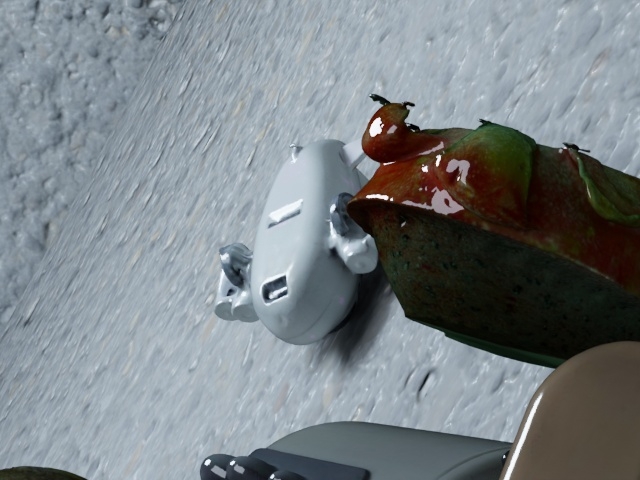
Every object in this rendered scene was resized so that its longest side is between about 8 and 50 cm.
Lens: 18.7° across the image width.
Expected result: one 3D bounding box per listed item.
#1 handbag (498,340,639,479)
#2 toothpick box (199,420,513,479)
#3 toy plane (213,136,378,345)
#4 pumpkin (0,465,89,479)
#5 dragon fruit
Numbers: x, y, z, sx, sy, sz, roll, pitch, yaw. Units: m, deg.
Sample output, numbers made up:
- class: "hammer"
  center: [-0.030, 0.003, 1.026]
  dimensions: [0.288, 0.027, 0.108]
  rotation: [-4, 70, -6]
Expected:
- class: "handbag"
  center: [0.194, 0.203, 0.902]
  dimensions: [0.283, 0.149, 0.302]
  rotation: [5, 58, 37]
- class: "toothpick box"
  center: [0.043, 0.209, 1.181]
  dimensions: [0.316, 0.229, 0.229]
  rotation: [1, 64, 63]
- class: "toy plane"
  center: [-0.003, -0.002, 1.884]
  dimensions: [0.252, 0.118, 0.252]
  rotation: [-32, 33, 24]
- class: "pumpkin"
  center: [-0.164, 0.292, 1.508]
  dimensions: [0.130, 0.149, 0.254]
  rotation: [7, 112, 54]
- class: "dragon fruit"
  center: [0.143, 0.008, 1.257]
  dimensions: [0.268, 0.295, 0.130]
  rotation: [9, 81, 39]
